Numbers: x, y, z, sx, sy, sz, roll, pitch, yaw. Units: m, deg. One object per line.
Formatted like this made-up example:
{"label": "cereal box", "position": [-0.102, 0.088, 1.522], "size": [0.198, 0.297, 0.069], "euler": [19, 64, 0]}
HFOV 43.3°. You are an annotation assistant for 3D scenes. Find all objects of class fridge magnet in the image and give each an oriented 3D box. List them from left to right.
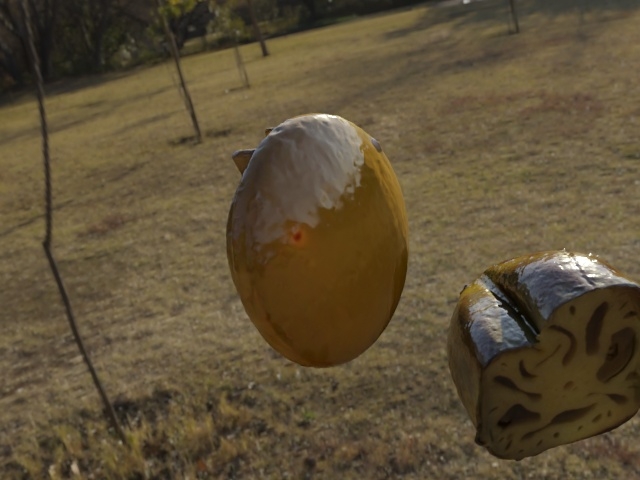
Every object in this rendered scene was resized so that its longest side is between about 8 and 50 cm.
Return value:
{"label": "fridge magnet", "position": [0.000, 0.000, 0.454], "size": [0.063, 0.143, 0.143], "euler": [-1, 24, 39]}

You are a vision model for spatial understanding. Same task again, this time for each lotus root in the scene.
{"label": "lotus root", "position": [0.208, 0.085, 0.795], "size": [0.188, 0.199, 0.180], "euler": [-8, 35, -13]}
